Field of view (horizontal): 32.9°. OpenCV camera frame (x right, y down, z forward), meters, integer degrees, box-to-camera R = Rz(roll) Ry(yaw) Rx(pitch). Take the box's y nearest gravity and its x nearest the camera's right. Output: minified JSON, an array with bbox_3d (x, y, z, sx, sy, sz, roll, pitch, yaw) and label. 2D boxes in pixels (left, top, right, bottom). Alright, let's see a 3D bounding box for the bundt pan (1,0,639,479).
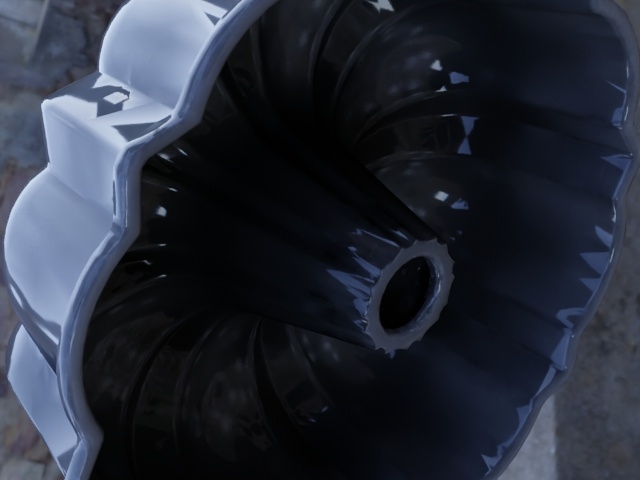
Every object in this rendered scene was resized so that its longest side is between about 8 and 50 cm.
[{"bbox_3d":[0.000,0.000,0.496,0.124,0.331,0.331,31,107,41],"label":"bundt pan"}]
